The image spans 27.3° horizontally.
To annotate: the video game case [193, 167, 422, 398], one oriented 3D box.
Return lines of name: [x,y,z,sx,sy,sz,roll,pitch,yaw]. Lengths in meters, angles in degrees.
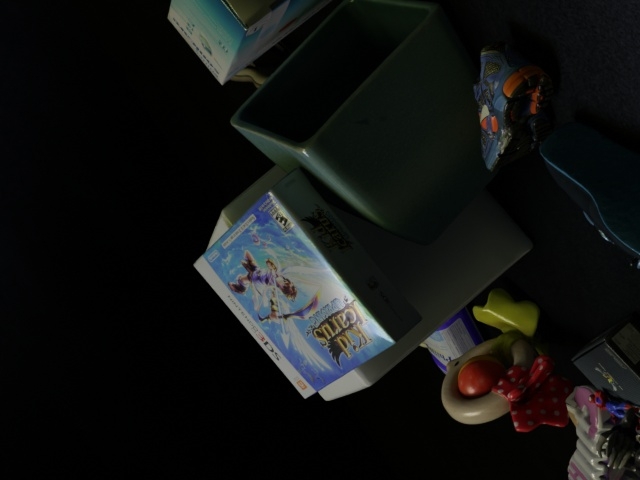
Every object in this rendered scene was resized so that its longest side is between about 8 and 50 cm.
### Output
video game case: [-0.025,0.065,1.710,0.244,0.061,0.269,49,146,0]

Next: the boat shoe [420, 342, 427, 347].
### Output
boat shoe: [0.175,0.139,2.620,0.190,0.068,0.072,42,154,38]

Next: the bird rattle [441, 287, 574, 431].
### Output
bird rattle: [0.283,0.214,2.027,0.143,0.207,0.254,45,-154,-32]

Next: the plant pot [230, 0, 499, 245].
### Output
plant pot: [0.086,-0.138,1.697,0.252,0.247,0.248,47,171,-27]

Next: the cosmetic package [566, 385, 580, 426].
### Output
cosmetic package: [0.443,0.297,2.144,0.115,0.041,0.060,56,167,-26]

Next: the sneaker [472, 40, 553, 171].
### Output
sneaker: [0.218,-0.158,1.534,0.087,0.083,0.221,60,168,23]

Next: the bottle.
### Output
bottle: [0.251,0.195,2.425,0.118,0.092,0.283,34,160,51]

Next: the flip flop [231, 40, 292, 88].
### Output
flip flop: [-0.099,-0.306,2.200,0.277,0.112,0.080,36,136,58]

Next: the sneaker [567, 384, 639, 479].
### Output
sneaker: [0.433,0.314,1.958,0.095,0.104,0.237,-124,29,-57]

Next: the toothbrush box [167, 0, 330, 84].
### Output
toothbrush box: [-0.068,-0.337,1.675,0.126,0.216,0.295,51,168,-2]

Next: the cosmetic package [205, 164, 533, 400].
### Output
cosmetic package: [0.055,0.012,2.019,0.329,0.327,0.394,50,167,2]

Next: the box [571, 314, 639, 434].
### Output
box: [0.458,0.217,1.795,0.233,0.059,0.183,49,169,8]

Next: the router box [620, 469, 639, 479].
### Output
router box: [0.540,0.485,2.019,0.335,0.082,0.301,31,136,59]

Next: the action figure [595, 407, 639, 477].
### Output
action figure: [0.429,0.257,1.638,0.164,0.141,0.276,17,130,24]

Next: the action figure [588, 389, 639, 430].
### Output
action figure: [0.405,0.232,1.829,0.038,0.030,0.115,49,172,-20]

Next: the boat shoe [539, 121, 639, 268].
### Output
boat shoe: [0.336,-0.043,1.410,0.089,0.109,0.258,51,-173,-40]
